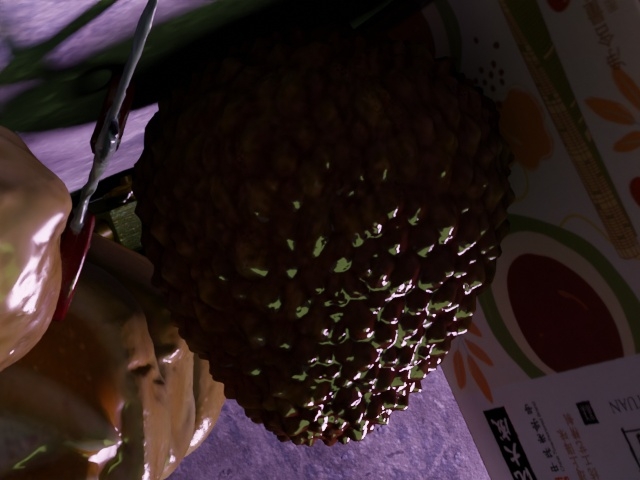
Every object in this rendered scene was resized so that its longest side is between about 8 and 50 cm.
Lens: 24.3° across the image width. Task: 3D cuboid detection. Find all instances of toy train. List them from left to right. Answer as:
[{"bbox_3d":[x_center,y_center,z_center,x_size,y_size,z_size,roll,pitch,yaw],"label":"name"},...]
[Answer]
[{"bbox_3d":[-0.144,-0.025,1.375,0.225,0.090,0.137,-23,-174,-40],"label":"toy train"}]

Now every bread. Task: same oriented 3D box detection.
[{"bbox_3d":[-0.224,0.074,1.025,0.301,0.210,0.341,-2,-177,15],"label":"bread"}]

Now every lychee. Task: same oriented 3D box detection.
[{"bbox_3d":[0.000,0.000,0.942,0.271,0.271,0.271,-24,179,-1],"label":"lychee"}]

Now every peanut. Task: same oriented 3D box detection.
[{"bbox_3d":[-0.228,0.028,0.747,0.305,0.147,0.147,-24,179,37],"label":"peanut"}]

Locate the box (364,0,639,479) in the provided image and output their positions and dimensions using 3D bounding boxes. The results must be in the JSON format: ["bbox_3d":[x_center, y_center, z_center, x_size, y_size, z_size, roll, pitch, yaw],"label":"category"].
[{"bbox_3d":[0.191,-0.015,1.007,0.122,0.385,0.344,-23,178,-31],"label":"box"}]

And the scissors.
[{"bbox_3d":[-0.106,-0.050,0.738,0.017,0.144,0.247,16,161,-9],"label":"scissors"}]
